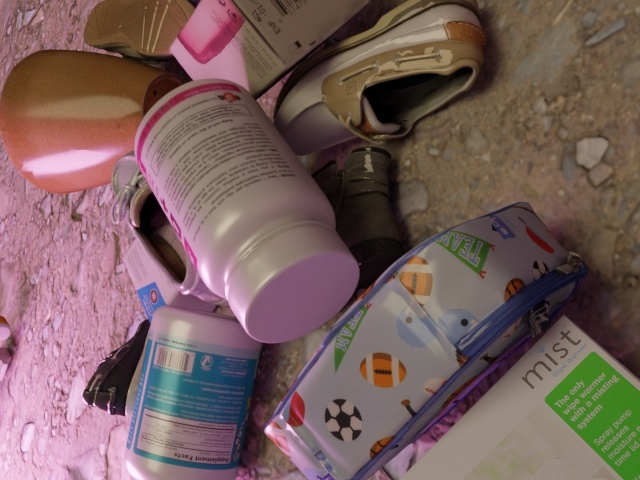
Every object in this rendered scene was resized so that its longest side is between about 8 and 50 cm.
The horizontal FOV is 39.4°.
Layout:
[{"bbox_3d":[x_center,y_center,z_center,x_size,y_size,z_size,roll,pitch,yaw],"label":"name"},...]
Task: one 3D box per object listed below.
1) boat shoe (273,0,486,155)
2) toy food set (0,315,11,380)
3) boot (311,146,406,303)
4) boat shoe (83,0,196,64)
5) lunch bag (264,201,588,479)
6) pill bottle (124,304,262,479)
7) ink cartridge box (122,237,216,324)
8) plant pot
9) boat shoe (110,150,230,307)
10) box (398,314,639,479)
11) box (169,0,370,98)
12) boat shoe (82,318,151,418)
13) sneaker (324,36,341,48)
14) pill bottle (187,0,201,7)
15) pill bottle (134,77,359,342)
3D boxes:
[{"bbox_3d":[0.054,-0.167,1.020,0.302,0.113,0.103,-32,52,39],"label":"boat shoe"},{"bbox_3d":[-0.652,0.266,1.708,0.104,0.111,0.232,40,112,45],"label":"toy food set"},{"bbox_3d":[0.000,0.000,1.074,0.246,0.083,0.161,-29,54,32],"label":"boot"},{"bbox_3d":[-0.257,-0.323,1.381,0.285,0.092,0.103,10,87,43],"label":"boat shoe"},{"bbox_3d":[0.103,0.095,0.808,0.115,0.243,0.303,51,119,16],"label":"lunch bag"},{"bbox_3d":[-0.165,0.222,1.135,0.146,0.146,0.264,8,85,50],"label":"pill bottle"},{"bbox_3d":[-0.179,0.007,1.257,0.203,0.086,0.148,-52,47,24],"label":"ink cartridge box"},{"bbox_3d":[-0.327,-0.193,1.406,0.254,0.237,0.237,2,80,34],"label":"plant pot"},{"bbox_3d":[-0.196,-0.029,1.142,0.320,0.103,0.118,48,115,40],"label":"boat shoe"},{"bbox_3d":[0.193,0.235,0.689,0.262,0.127,0.231,-46,46,5],"label":"box"},{"bbox_3d":[-0.069,-0.262,1.083,0.148,0.127,0.232,-43,10,-22],"label":"box"},{"bbox_3d":[-0.269,0.167,1.250,0.233,0.079,0.084,-85,-1,-71],"label":"boat shoe"},{"bbox_3d":[0.026,-0.210,1.126,0.069,0.038,0.098,-65,32,15],"label":"sneaker"},{"bbox_3d":[-0.132,-0.372,1.295,0.193,0.108,0.108,29,102,49],"label":"pill bottle"},{"bbox_3d":[-0.083,-0.036,0.983,0.160,0.160,0.283,-53,51,25],"label":"pill bottle"}]
